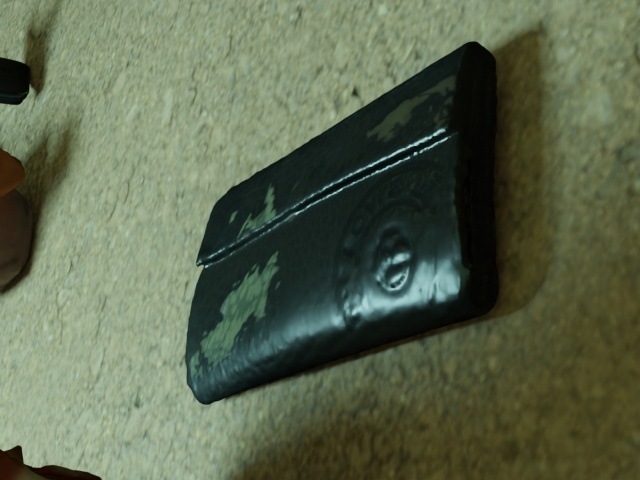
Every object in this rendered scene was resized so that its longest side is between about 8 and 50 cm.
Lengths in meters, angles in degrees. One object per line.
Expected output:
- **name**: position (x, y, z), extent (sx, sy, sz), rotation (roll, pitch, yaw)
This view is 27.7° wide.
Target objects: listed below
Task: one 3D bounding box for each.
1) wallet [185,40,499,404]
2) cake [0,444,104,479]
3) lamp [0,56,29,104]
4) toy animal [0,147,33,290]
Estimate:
- **wallet**: position (0.000, 0.000, 0.855), extent (0.321, 0.044, 0.170), rotation (-24, 57, 51)
- **cake**: position (-0.192, 0.261, 0.764), extent (0.269, 0.319, 0.270), rotation (-7, 63, 59)
- **lamp**: position (-0.352, -0.305, 1.497), extent (0.283, 0.124, 0.203), rotation (-59, 24, 15)
- **toy animal**: position (-0.423, 0.002, 1.409), extent (0.281, 0.169, 0.195), rotation (-16, 17, 45)
